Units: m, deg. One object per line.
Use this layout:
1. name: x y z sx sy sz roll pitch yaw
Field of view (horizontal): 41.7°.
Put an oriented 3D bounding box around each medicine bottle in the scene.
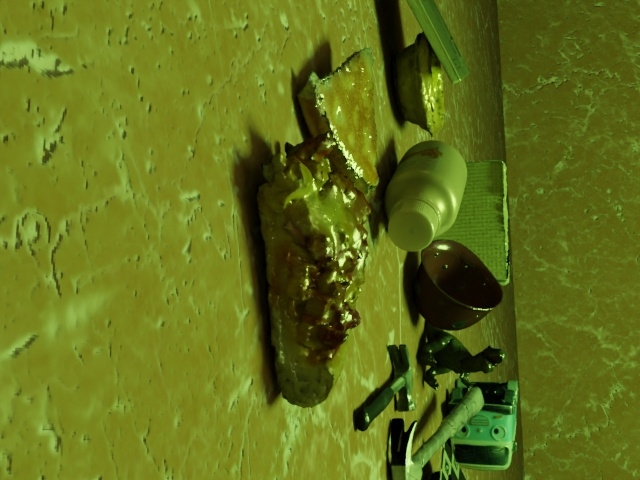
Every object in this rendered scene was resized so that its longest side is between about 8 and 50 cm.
1. medicine bottle: 0.155 -0.063 1.268 0.252 0.114 0.114 -60 142 -61

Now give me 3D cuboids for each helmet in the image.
1. helmet: 0.215 0.086 1.427 0.175 0.155 0.106 -98 -149 -48

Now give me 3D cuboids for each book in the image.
1. book: 0.170 -0.391 1.381 0.282 0.025 0.215 61 20 -5

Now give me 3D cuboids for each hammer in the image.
1. hammer: 0.088 0.205 1.136 0.246 0.029 0.103 -8 94 -71
2. hammer: 0.197 0.317 1.347 0.427 0.044 0.152 -10 93 -65

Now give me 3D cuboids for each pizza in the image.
1. pizza: 0.028 -0.161 0.992 0.185 0.052 0.195 58 36 -42
2. pizza: 0.000 0.000 0.811 0.229 0.081 0.289 68 25 -45

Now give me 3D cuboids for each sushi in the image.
1. sushi: 0.208 0.469 1.412 0.192 0.050 0.215 -77 148 -45

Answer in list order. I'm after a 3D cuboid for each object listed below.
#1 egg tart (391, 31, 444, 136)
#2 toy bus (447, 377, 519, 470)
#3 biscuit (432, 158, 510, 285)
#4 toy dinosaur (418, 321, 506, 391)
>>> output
1. egg tart: 0.167 -0.262 1.421 0.191 0.074 0.191 -6 90 -74
2. toy bus: 0.334 0.375 1.706 0.271 0.133 0.165 3 87 -75
3. biscuit: 0.290 -0.032 1.630 0.052 0.150 0.252 44 44 -63
4. toy dinosaur: 0.253 0.178 1.464 0.179 0.187 0.087 -45 136 -33
